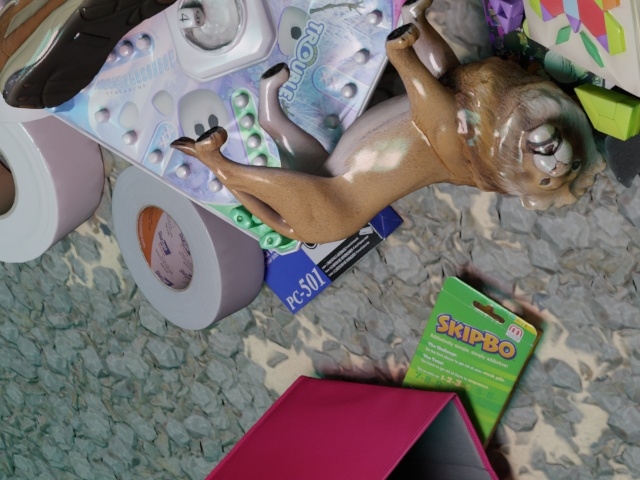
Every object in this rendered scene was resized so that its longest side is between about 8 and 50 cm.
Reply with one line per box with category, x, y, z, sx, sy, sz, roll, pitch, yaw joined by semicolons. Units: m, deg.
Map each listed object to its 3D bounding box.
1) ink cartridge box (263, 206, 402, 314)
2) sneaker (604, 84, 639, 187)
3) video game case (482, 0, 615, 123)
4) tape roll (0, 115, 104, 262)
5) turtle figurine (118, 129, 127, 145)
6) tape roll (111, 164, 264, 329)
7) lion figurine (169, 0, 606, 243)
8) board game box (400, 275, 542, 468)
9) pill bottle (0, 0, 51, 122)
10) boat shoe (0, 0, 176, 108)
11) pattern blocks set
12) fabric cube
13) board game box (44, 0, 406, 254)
ink cartridge box;0.000;0.000;1.914;0.097;0.046;0.207;48;137;1
sneaker;0.317;-0.120;1.515;0.089;0.051;0.170;48;141;-1
video game case;0.256;-0.222;1.556;0.210;0.042;0.232;7;124;36
tape roll;-0.426;-0.114;2.132;0.286;0.100;0.286;20;131;25
turtle figurine;-0.181;-0.157;1.879;0.234;0.175;0.118;34;118;3
tape roll;-0.165;-0.003;1.986;0.219;0.072;0.219;30;132;39
lion figurine;0.066;-0.086;1.606;0.392;0.142;0.240;-22;116;23
board game box;0.170;0.152;1.897;0.124;0.039;0.259;33;138;15
pill bottle;-0.375;-0.308;1.895;0.176;0.176;0.318;6;123;35
boat shoe;-0.237;-0.274;1.673;0.324;0.122;0.120;-39;67;21
pattern blocks set;0.229;-0.218;1.422;0.325;0.026;0.285;24;138;63
fabric cube;0.046;0.344;1.941;0.258;0.254;0.259;1;128;44
board game box;-0.117;-0.239;1.716;0.390;0.050;0.390;31;109;17
